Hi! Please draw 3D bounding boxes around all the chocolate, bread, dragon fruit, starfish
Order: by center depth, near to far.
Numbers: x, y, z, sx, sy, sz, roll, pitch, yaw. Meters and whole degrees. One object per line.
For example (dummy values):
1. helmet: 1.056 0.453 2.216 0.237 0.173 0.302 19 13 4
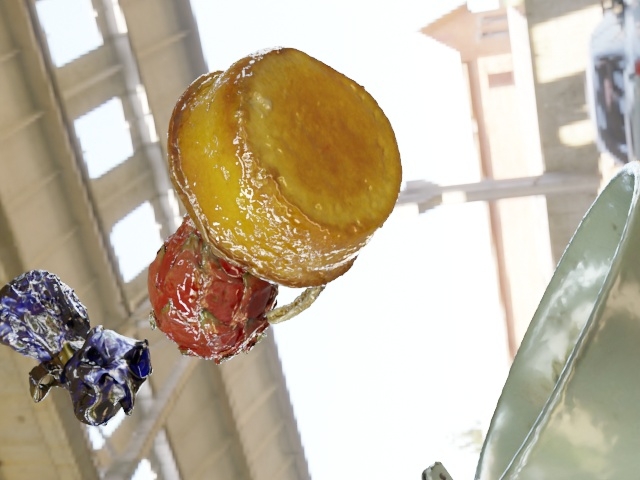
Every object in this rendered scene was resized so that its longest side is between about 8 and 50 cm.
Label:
1. bread: -0.041 -0.093 1.232 0.312 0.172 0.312 18 -122 -32
2. chocolate: -0.307 0.151 1.253 0.148 0.343 0.126 -50 -50 -12
3. starfish: 0.009 0.006 1.689 0.375 0.094 0.327 103 -169 -65
4. dragon fruit: -0.193 0.072 1.780 0.244 0.244 0.299 -3 -93 -74

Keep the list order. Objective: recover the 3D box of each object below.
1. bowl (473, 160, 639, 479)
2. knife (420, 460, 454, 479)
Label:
1. bowl: 0.236 0.099 0.744 0.289 0.146 0.289 -63 -7 -14
2. knife: 0.155 0.302 1.015 0.044 0.023 0.162 -15 -116 -48
